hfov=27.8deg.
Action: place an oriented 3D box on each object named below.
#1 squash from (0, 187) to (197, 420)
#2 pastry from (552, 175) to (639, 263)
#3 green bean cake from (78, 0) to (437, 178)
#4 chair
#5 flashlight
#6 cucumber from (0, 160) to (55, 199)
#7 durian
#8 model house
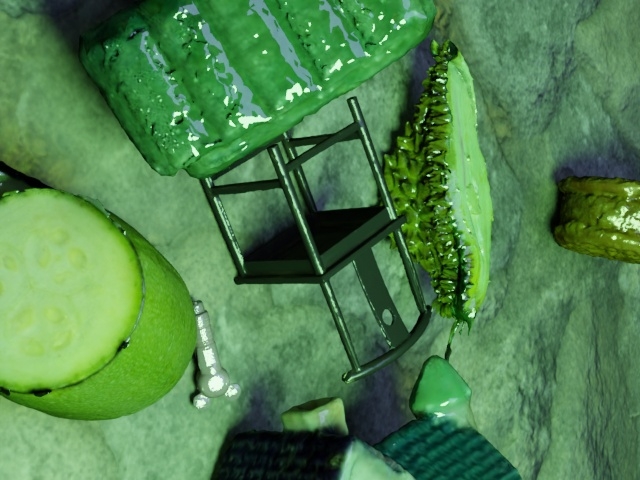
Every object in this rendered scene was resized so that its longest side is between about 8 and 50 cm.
[{"bbox_3d":[-0.219,0.067,1.163,0.260,0.189,0.189,77,22,-80],"label":"squash"},{"bbox_3d":[0.404,-0.026,1.730,0.188,0.188,0.103,13,85,-45],"label":"pastry"},{"bbox_3d":[-0.047,-0.200,1.231,0.169,0.300,0.308,59,9,-11],"label":"green bean cake"},{"bbox_3d":[0.000,0.000,1.345,0.154,0.141,0.260,-35,112,-40],"label":"chair"},{"bbox_3d":[-0.116,0.114,1.306,0.052,0.031,0.110,-16,98,-19],"label":"flashlight"},{"bbox_3d":[-0.274,-0.024,1.133,0.211,0.062,0.078,30,86,-49],"label":"cucumber"},{"bbox_3d":[0.137,-0.045,1.509,0.132,0.106,0.375,-3,91,-48],"label":"durian"},{"bbox_3d":[0.054,0.277,1.327,0.298,0.243,0.284,-24,106,-40],"label":"model house"}]
